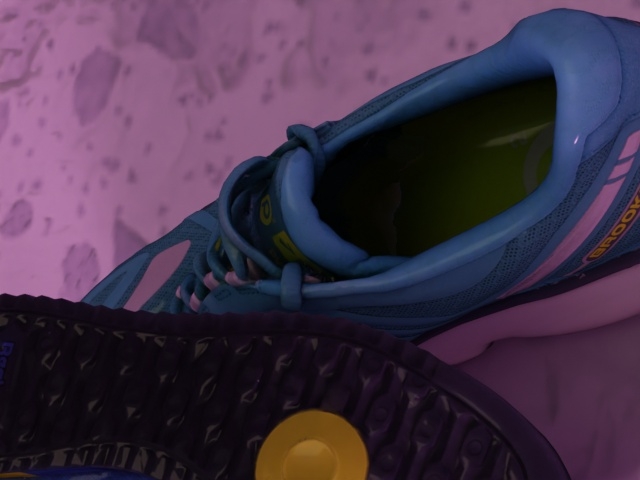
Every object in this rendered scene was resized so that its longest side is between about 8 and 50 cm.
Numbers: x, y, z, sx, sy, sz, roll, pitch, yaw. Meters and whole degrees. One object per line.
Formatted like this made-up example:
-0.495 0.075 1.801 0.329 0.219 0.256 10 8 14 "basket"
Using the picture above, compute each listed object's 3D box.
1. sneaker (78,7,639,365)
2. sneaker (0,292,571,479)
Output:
0.000 0.000 0.503 0.275 0.110 0.107 -29 63 29 "sneaker"
-0.022 0.064 0.451 0.209 0.082 0.069 7 67 27 "sneaker"
